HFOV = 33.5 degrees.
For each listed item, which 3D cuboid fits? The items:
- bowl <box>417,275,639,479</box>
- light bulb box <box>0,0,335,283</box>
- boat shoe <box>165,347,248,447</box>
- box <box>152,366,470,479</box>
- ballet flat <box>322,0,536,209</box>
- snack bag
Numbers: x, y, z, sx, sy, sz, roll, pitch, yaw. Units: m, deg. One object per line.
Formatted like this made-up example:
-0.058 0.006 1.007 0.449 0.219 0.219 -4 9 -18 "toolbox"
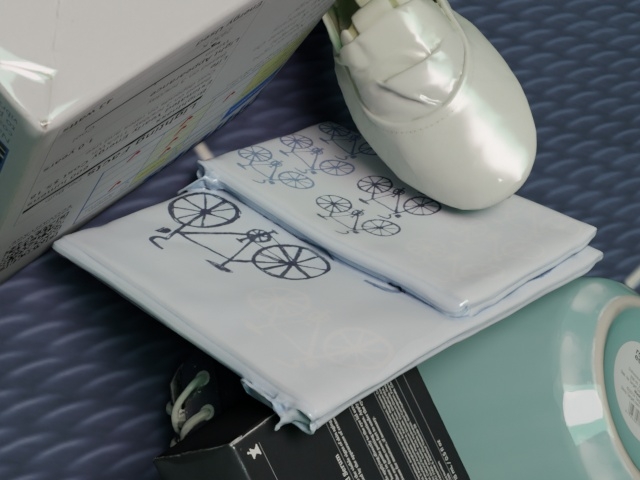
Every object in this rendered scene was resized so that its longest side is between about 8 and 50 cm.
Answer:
0.227 0.156 0.934 0.311 0.163 0.312 20 60 -39 "bowl"
-0.168 -0.179 0.784 0.358 0.361 0.225 -40 92 -31 "light bulb box"
-0.086 0.181 0.853 0.158 0.127 0.340 44 51 -3 "boat shoe"
0.025 0.222 0.766 0.184 0.103 0.261 -30 96 -46 "box"
0.051 -0.195 0.925 0.139 0.139 0.400 -3 50 -27 "ballet flat"
0.000 0.000 0.855 0.342 0.323 0.037 -24 128 -37 "snack bag"
